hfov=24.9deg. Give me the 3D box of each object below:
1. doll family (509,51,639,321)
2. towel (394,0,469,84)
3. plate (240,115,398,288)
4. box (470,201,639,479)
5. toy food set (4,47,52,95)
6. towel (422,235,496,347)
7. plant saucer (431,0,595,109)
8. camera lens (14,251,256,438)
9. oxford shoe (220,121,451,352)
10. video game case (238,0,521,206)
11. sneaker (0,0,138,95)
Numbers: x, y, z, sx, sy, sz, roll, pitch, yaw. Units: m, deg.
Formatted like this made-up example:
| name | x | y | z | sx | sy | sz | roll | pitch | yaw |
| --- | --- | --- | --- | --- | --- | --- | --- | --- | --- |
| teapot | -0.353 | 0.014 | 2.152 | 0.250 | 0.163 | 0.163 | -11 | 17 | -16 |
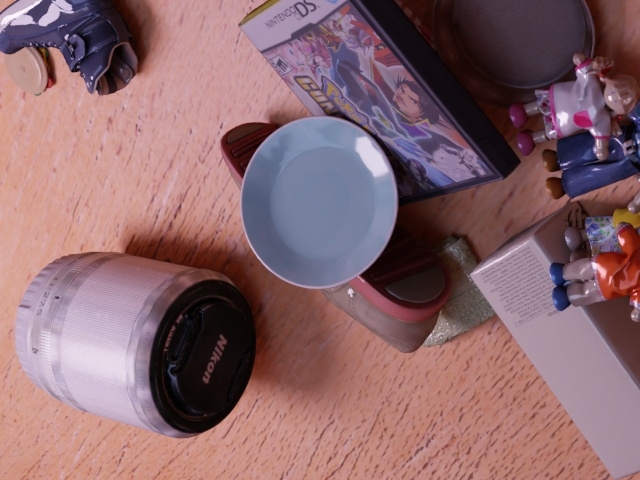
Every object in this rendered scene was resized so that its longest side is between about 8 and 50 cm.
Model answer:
| name | x | y | z | sx | sy | sz | roll | pitch | yaw |
| --- | --- | --- | --- | --- | --- | --- | --- | --- | --- |
| doll family | 0.301 | -0.057 | 1.410 | 0.163 | 0.118 | 0.263 | -15 | 89 | 40 |
| towel | 0.054 | -0.208 | 1.540 | 0.197 | 0.029 | 0.144 | 44 | 147 | -4 |
| plate | 0.000 | -0.041 | 1.579 | 0.188 | 0.024 | 0.188 | 0 | 89 | 23 |
| box | 0.290 | 0.106 | 1.525 | 0.275 | 0.094 | 0.113 | 55 | 138 | -2 |
| toy food set | -0.396 | -0.235 | 1.966 | 0.082 | 0.020 | 0.083 | 23 | 129 | 29 |
| towel | 0.141 | 0.063 | 1.677 | 0.148 | 0.027 | 0.110 | -32 | 94 | 47 |
| plant saucer | 0.193 | -0.210 | 1.437 | 0.168 | 0.029 | 0.168 | 13 | 125 | 20 |
| camera lens | -0.239 | 0.133 | 1.916 | 0.274 | 0.219 | 0.219 | 9 | 122 | 38 |
| oxford shoe | 0.000 | 0.000 | 1.681 | 0.348 | 0.123 | 0.130 | 46 | 147 | 26 |
| video game case | 0.054 | -0.158 | 1.515 | 0.275 | 0.035 | 0.248 | 50 | 158 | -12 |
| sneaker | -0.326 | -0.244 | 1.850 | 0.226 | 0.086 | 0.163 | -26 | 95 | 46 |
